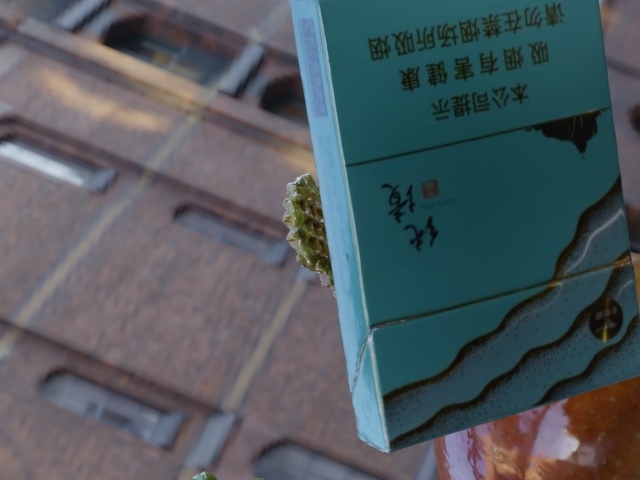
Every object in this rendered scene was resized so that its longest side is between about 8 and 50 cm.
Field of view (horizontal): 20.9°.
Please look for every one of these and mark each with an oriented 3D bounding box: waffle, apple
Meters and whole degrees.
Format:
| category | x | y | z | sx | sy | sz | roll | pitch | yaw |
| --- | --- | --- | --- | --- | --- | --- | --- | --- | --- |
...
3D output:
| category | x | y | z | sx | sy | sz | roll | pitch | yaw |
| --- | --- | --- | --- | --- | --- | --- | --- | --- | --- |
| waffle | 0.001 | -0.001 | 1.096 | 0.085 | 0.016 | 0.078 | 55 | -156 | -36 |
| apple | 0.172 | 0.113 | 1.157 | 0.210 | 0.173 | 0.235 | -7 | -57 | -56 |

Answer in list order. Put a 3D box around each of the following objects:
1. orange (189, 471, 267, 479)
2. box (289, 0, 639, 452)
| category | x | y | z | sx | sy | sz | roll | pitch | yaw |
| --- | --- | --- | --- | --- | --- | --- | --- | --- | --- |
| orange | -0.011 | 0.180 | 0.419 | 0.301 | 0.300 | 0.223 | 4 | -63 | -62 |
| box | 0.080 | -0.023 | 0.885 | 0.041 | 0.162 | 0.229 | 14 | 115 | 64 |
